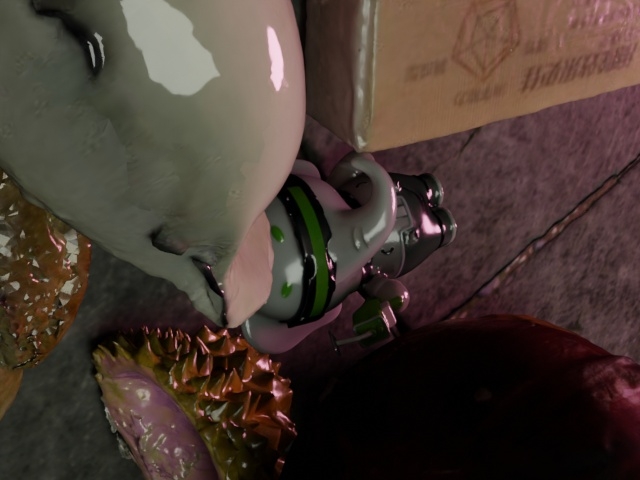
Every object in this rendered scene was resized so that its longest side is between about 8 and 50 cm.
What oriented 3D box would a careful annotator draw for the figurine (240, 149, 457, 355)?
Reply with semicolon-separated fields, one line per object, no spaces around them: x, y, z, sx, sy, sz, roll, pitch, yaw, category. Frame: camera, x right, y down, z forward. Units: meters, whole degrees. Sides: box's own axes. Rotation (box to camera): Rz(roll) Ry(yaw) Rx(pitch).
0.000;0.000;0.693;0.193;0.126;0.147;-15;90;-21;figurine

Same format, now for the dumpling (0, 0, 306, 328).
-0.091;-0.100;0.514;0.175;0.226;0.243;10;126;-4;dumpling

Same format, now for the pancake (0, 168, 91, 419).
-0.307;0.007;0.495;0.387;0.082;0.386;-14;121;-24;pancake

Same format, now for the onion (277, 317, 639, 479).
0.086;0.196;0.599;0.232;0.314;0.313;11;111;-45;onion

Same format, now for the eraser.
0.150;-0.171;0.714;0.344;0.078;0.144;-16;126;-28;eraser

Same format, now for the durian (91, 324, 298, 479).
-0.084;0.144;0.731;0.132;0.165;0.182;-7;93;4;durian

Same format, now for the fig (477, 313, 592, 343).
0.172;0.240;0.800;0.286;0.368;0.286;-15;128;-20;fig
